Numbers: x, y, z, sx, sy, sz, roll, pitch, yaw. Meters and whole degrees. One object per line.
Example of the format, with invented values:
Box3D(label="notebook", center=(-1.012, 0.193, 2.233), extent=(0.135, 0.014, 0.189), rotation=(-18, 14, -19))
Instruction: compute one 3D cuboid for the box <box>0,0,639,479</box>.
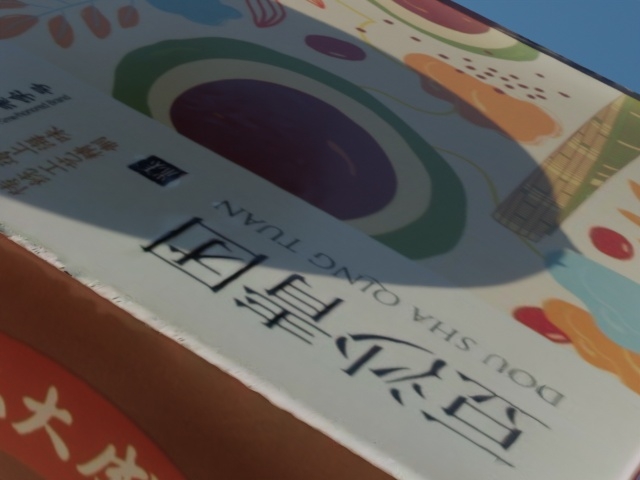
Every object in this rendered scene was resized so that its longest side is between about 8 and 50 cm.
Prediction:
Box3D(label="box", center=(0.000, 0.000, 0.643), extent=(0.344, 0.385, 0.122), rotation=(30, -60, 17))
